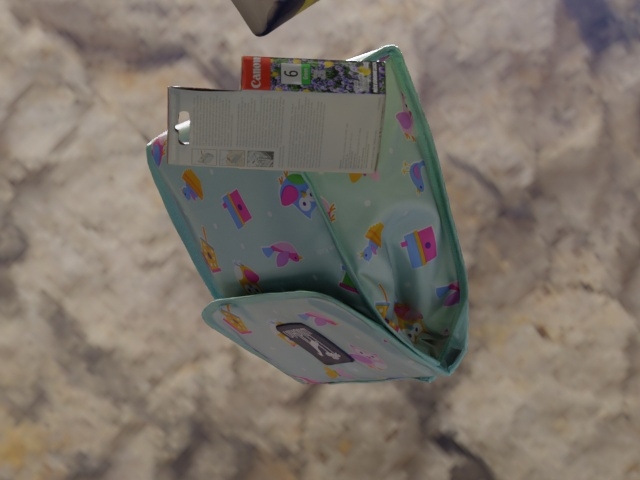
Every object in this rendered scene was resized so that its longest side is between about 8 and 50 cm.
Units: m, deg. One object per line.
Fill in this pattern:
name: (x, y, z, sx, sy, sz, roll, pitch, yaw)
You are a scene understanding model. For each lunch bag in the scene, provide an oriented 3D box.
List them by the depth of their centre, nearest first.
lunch bag: (0.000, 0.000, 1.597, 0.160, 0.262, 0.223, -25, -172, -34)

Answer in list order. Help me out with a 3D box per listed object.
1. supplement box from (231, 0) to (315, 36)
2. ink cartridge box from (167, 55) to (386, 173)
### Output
supplement box: (0.062, -0.313, 1.256, 0.357, 0.195, 0.194, -33, -178, -6)
ink cartridge box: (-0.024, -0.068, 1.048, 0.115, 0.063, 0.029, 2, -131, -3)
